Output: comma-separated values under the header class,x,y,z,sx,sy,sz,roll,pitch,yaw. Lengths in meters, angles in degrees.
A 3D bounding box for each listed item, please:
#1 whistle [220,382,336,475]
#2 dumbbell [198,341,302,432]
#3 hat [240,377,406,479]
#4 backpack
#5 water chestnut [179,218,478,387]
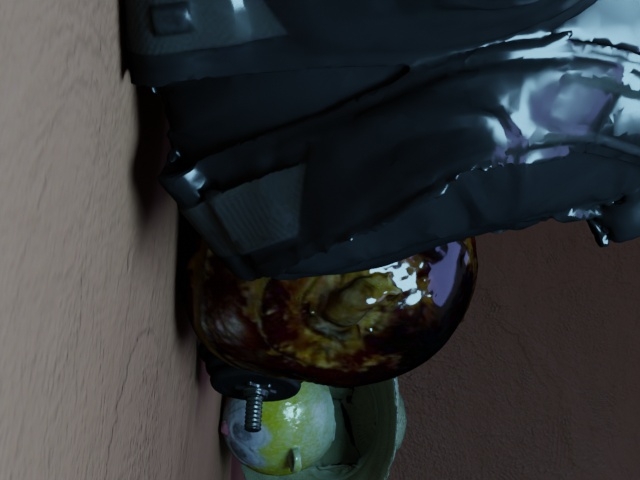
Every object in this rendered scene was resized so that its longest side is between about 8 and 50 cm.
class,x,y,z,sx,sy,sz,roll,pitch,yaw
whistle,-0.058,0.156,1.416,0.223,0.123,0.123,-116,-157,-50
dumbbell,-0.050,0.060,1.170,0.099,0.099,0.208,89,4,-67
hat,0.030,0.190,1.480,0.110,0.252,0.252,10,83,-44
backpack,0.103,-0.140,0.811,0.255,0.446,0.363,-124,-167,-60
water chestnut,0.000,0.000,1.034,0.238,0.224,0.223,-94,-176,-48
